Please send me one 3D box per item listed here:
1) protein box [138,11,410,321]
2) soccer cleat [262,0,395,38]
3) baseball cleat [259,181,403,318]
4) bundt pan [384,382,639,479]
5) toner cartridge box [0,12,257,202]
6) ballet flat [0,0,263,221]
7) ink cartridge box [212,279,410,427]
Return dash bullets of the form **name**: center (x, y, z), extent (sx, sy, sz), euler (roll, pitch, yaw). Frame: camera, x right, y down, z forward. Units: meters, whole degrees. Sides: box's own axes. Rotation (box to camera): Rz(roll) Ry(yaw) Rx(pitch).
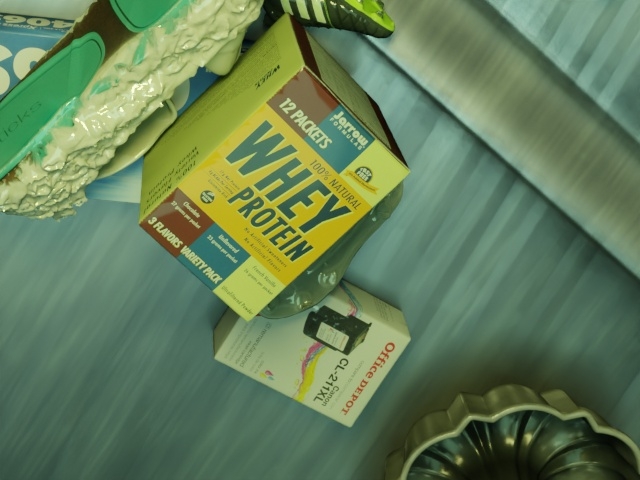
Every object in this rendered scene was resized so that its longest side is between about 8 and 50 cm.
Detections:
- **protein box**: center (-0.047, -0.072, 1.237), extent (0.200, 0.201, 0.136), euler (-43, 110, 11)
- **soccer cleat**: center (-0.013, -0.235, 1.339), extent (0.179, 0.060, 0.072), euler (25, 117, -8)
- **baseball cleat**: center (0.000, 0.000, 1.393), extent (0.206, 0.109, 0.072), euler (-42, 109, -12)
- **bundt pan**: center (0.212, 0.302, 1.538), extent (0.330, 0.124, 0.331), euler (-2, 112, -4)
- **toner cartridge box**: center (-0.184, -0.125, 1.352), extent (0.347, 0.075, 0.165), euler (4, 112, -8)
- **ballet flat**: center (-0.160, -0.169, 1.246), extent (0.409, 0.147, 0.147), euler (-42, 110, 13)
- **ink cartridge box**: center (-0.009, 0.102, 1.462), extent (0.175, 0.072, 0.127), euler (28, 106, -15)
